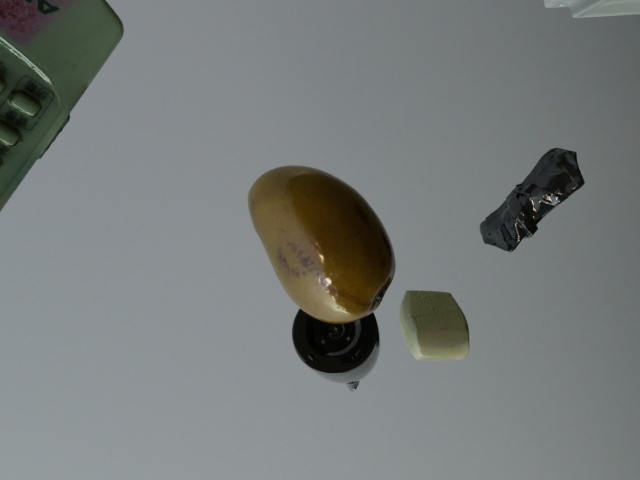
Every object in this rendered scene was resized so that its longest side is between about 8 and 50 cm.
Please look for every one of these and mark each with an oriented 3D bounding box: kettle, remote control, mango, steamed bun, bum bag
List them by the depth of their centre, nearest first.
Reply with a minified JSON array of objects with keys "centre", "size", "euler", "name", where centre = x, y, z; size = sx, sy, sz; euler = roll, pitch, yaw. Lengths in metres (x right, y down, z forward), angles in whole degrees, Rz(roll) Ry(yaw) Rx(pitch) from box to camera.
[{"centre":[-0.291,-0.070,0.350],"size":[0.145,0.050,0.344],"euler":[36,-94,-46],"name":"remote control"},{"centre":[0.000,0.000,1.047],"size":[0.378,0.264,0.221],"euler":[49,-150,3],"name":"mango"},{"centre":[0.532,-0.097,1.246],"size":[0.074,0.310,0.137],"euler":[16,-148,-37],"name":"bum bag"},{"centre":[0.061,0.243,1.290],"size":[0.290,0.207,0.269],"euler":[61,-158,-60],"name":"kettle"},{"centre":[0.350,0.276,1.557],"size":[0.250,0.199,0.155],"euler":[-98,7,-55],"name":"steamed bun"}]

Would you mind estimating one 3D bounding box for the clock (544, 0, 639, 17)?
[{"centre":[0.587,-0.497,0.933],"size":[0.262,0.230,0.116],"euler":[-79,-19,-80],"name":"clock"}]
